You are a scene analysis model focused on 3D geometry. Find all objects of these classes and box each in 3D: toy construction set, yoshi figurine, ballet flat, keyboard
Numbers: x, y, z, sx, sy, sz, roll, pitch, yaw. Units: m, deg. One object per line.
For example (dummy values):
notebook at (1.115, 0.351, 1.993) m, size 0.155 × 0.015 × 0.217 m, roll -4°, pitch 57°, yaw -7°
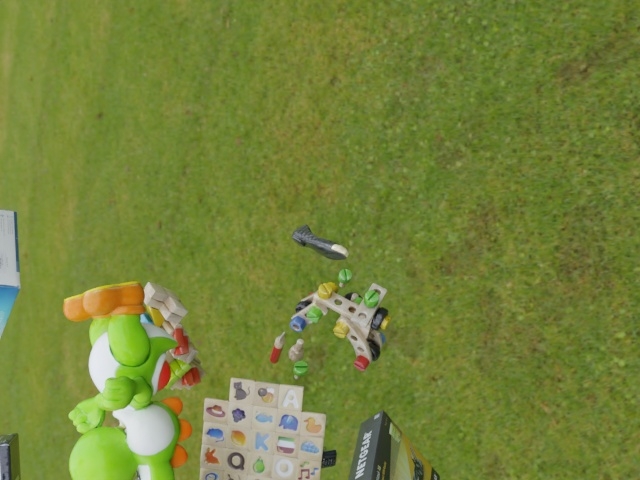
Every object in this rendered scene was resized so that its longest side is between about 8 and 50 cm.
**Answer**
toy construction set at (0.029, 0.192, 1.696) m, size 0.257 × 0.308 × 0.237 m, roll 53°, pitch 152°, yaw 23°
yoshi figurine at (-0.350, 0.262, 1.142) m, size 0.203 × 0.202 × 0.363 m, roll -9°, pitch -96°, yaw -79°
ballet flat at (0.000, 0.000, 1.444) m, size 0.173 × 0.049 × 0.057 m, roll 23°, pitch 159°, yaw 48°
keyboard at (-0.042, 0.681, 2.109) m, size 0.038 × 0.191 × 0.100 m, roll -114°, pitch 21°, yaw -53°

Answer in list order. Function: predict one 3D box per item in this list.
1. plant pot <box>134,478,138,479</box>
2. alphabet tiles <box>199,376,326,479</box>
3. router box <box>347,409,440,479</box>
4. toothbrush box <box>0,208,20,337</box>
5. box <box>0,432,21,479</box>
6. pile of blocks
plant pot at (-0.318, 0.642, 1.487) m, size 0.188 × 0.167 × 0.188 m, roll 12°, pitch 73°, yaw 31°
alphabet tiles at (-0.137, 0.492, 1.613) m, size 0.011 × 0.284 × 0.343 m, roll -53°, pitch -31°, yaw -79°
router box at (0.181, 0.594, 1.670) m, size 0.081 × 0.309 × 0.243 m, roll -37°, pitch 99°, yaw 20°
toothbrush box at (-0.717, 0.106, 1.419) m, size 0.296 × 0.126 × 0.216 m, roll -54°, pitch 42°, yaw 32°
box at (-0.925, 0.667, 1.760) m, size 0.182 × 0.293 × 0.297 m, roll 162°, pitch 104°, yaw -73°
pile of blocks at (-0.374, 0.270, 1.703) m, size 0.112 × 0.148 × 0.362 m, roll 42°, pitch 151°, yaw 42°
